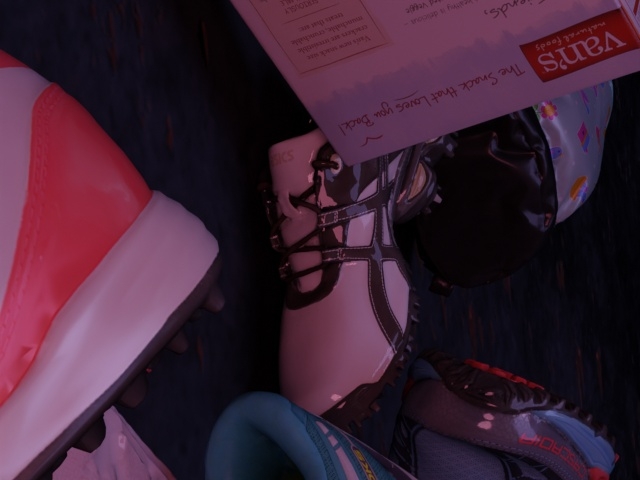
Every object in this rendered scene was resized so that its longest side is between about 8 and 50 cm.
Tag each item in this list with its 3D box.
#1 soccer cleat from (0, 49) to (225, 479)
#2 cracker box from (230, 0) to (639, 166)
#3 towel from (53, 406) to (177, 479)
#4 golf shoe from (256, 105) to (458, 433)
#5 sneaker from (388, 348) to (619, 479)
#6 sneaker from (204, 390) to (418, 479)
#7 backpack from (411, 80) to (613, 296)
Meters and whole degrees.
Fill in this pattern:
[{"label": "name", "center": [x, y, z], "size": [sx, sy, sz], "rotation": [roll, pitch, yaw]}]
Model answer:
[{"label": "soccer cleat", "center": [-0.145, 0.061, 0.370], "size": [0.116, 0.108, 0.318], "rotation": [47, 47, -5]}, {"label": "cracker box", "center": [0.023, -0.152, 0.761], "size": [0.232, 0.156, 0.067], "rotation": [55, 35, -29]}, {"label": "towel", "center": [-0.067, 0.252, 0.650], "size": [0.317, 0.053, 0.331], "rotation": [52, 38, -53]}, {"label": "golf shoe", "center": [0.000, 0.000, 0.868], "size": [0.094, 0.077, 0.198], "rotation": [37, 49, -33]}, {"label": "sneaker", "center": [0.070, 0.151, 0.879], "size": [0.262, 0.104, 0.125], "rotation": [85, 28, -59]}, {"label": "sneaker", "center": [-0.025, 0.170, 0.613], "size": [0.110, 0.107, 0.275], "rotation": [46, 34, -29]}, {"label": "backpack", "center": [0.100, -0.073, 1.051], "size": [0.182, 0.115, 0.152], "rotation": [-61, 138, -58]}]
